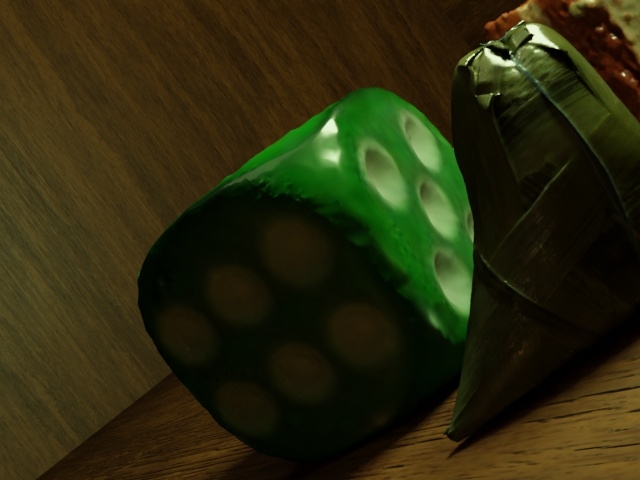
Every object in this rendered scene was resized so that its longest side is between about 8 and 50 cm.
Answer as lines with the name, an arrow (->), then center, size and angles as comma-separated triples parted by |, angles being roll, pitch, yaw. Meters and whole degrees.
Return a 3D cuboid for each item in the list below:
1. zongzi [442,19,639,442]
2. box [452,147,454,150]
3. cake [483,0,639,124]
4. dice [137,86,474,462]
zongzi -> 0.141, -0.015, 0.837 | 0.274, 0.251, 0.125 | -38, -12, 1
box -> 0.240, -0.073, 1.505 | 0.226, 0.149, 0.226 | -36, 2, 2
cake -> 0.447, -0.298, 1.493 | 0.270, 0.269, 0.319 | -38, 2, -40
dice -> 0.010, 0.035, 1.107 | 0.297, 0.287, 0.300 | -34, 3, 30
